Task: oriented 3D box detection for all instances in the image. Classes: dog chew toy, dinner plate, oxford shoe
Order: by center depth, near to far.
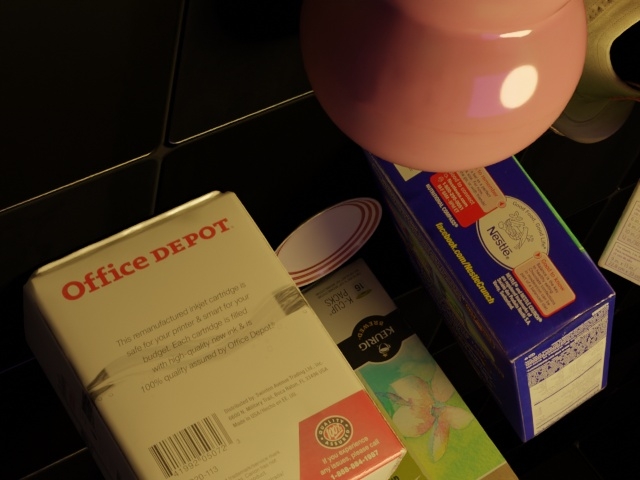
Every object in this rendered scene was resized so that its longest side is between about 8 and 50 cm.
[{"bbox_3d":[0.098,-0.204,0.907,0.206,0.206,0.332,-23,145,-28],"label":"dog chew toy"},{"bbox_3d":[0.266,-0.167,1.252,0.140,0.146,0.397,-37,157,-2],"label":"oxford shoe"},{"bbox_3d":[0.000,0.000,1.366,0.141,0.017,0.141,-30,155,-15],"label":"dinner plate"}]

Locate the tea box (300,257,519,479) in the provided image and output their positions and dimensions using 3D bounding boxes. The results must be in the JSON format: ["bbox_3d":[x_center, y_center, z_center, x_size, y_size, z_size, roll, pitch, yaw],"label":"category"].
[{"bbox_3d":[0.050,0.257,1.531,0.220,0.323,0.329,-31,156,-11],"label":"tea box"}]

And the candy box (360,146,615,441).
[{"bbox_3d":[0.171,0.029,1.340,0.122,0.268,0.317,-31,157,-3],"label":"candy box"}]

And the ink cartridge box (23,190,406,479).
[{"bbox_3d":[-0.096,0.126,1.137,0.207,0.283,0.117,-25,158,-24],"label":"ink cartridge box"}]

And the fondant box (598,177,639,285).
[{"bbox_3d":[0.378,-0.134,1.201,0.238,0.096,0.330,-48,160,-50],"label":"fondant box"}]
